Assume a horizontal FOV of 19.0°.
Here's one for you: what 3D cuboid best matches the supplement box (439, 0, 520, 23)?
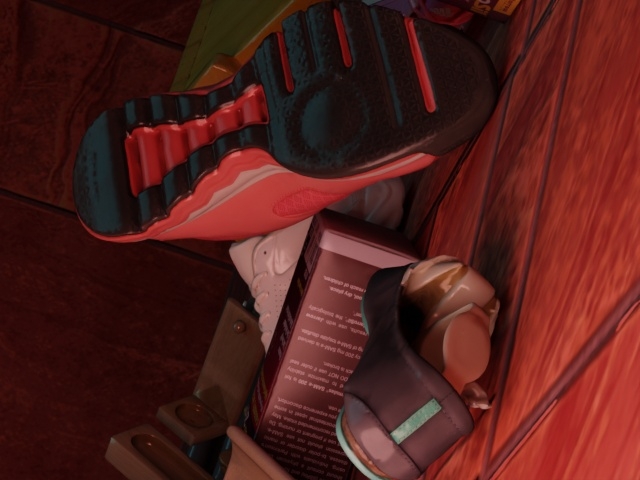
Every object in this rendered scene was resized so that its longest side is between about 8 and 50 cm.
[{"bbox_3d":[0.091,-0.178,1.215,0.055,0.083,0.043,120,167,-66],"label":"supplement box"}]

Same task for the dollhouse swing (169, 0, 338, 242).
[{"bbox_3d":[0.019,-0.204,2.071,0.305,0.315,0.347,-26,27,22],"label":"dollhouse swing"}]

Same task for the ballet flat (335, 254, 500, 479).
[{"bbox_3d":[0.056,0.050,0.924,0.203,0.074,0.074,-67,-2,-69],"label":"ballet flat"}]

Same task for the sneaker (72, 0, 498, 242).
[{"bbox_3d":[-0.011,-0.071,1.271,0.136,0.314,0.116,15,-116,-56],"label":"sneaker"}]

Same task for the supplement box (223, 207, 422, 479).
[{"bbox_3d":[-0.006,0.105,1.307,0.130,0.073,0.239,-109,37,-82],"label":"supplement box"}]

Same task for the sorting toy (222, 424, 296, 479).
[{"bbox_3d":[-0.040,0.238,1.170,0.193,0.038,0.208,31,107,65],"label":"sorting toy"}]

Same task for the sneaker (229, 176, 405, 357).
[{"bbox_3d":[-0.021,0.046,1.427,0.090,0.115,0.232,131,157,-78],"label":"sneaker"}]

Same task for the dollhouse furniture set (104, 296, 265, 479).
[{"bbox_3d":[-0.097,0.154,1.727,0.151,0.144,0.123,-15,-46,-50],"label":"dollhouse furniture set"}]

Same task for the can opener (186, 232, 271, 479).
[{"bbox_3d":[-0.057,0.121,1.935,0.093,0.074,0.280,17,-86,-61],"label":"can opener"}]

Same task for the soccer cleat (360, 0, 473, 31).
[{"bbox_3d":[0.079,-0.170,1.380,0.095,0.083,0.248,-84,15,-47],"label":"soccer cleat"}]

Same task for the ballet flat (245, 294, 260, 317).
[{"bbox_3d":[0.000,0.000,1.780,0.084,0.058,0.250,-18,-37,-50],"label":"ballet flat"}]
